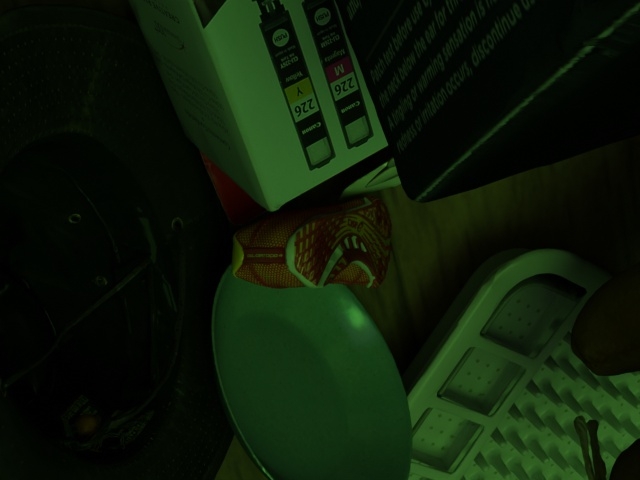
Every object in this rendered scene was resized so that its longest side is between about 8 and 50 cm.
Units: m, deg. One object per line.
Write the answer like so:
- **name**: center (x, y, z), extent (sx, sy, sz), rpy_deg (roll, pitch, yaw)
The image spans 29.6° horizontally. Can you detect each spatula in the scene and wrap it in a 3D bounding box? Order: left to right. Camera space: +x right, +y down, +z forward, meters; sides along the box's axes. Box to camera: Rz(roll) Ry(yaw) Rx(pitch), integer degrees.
- **spatula**: center (0.126, -0.094, 0.781), extent (0.242, 0.168, 0.019), rpy_deg (-31, 85, -13)

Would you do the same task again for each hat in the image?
- **hat**: center (-0.171, 0.031, 0.713), extent (0.134, 0.331, 0.331), rpy_deg (0, 127, 28)

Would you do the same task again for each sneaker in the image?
- **sneaker**: center (0.000, 0.000, 0.799), extent (0.175, 0.067, 0.064), rpy_deg (4, 89, -63)

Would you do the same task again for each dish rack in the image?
- **dish rack**: center (0.184, 0.155, 0.972), extent (0.333, 0.072, 0.285), rpy_deg (25, 104, -30)

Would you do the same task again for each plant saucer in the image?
- **plant saucer**: center (-0.013, 0.098, 0.798), extent (0.037, 0.195, 0.195), rpy_deg (-29, 129, 31)

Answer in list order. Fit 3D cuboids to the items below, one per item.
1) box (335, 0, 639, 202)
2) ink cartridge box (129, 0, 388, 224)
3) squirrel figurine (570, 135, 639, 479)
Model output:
- **box**: center (0.200, -0.323, 0.466), extent (0.480, 0.297, 0.472), rpy_deg (-18, 85, -12)
- **ink cartridge box**: center (0.056, -0.162, 0.697), extent (0.309, 0.130, 0.272), rpy_deg (-30, 124, -14)
- **squirrel figurine**: center (0.334, 0.067, 0.714), extent (0.281, 0.397, 0.370), rpy_deg (53, 47, -27)
